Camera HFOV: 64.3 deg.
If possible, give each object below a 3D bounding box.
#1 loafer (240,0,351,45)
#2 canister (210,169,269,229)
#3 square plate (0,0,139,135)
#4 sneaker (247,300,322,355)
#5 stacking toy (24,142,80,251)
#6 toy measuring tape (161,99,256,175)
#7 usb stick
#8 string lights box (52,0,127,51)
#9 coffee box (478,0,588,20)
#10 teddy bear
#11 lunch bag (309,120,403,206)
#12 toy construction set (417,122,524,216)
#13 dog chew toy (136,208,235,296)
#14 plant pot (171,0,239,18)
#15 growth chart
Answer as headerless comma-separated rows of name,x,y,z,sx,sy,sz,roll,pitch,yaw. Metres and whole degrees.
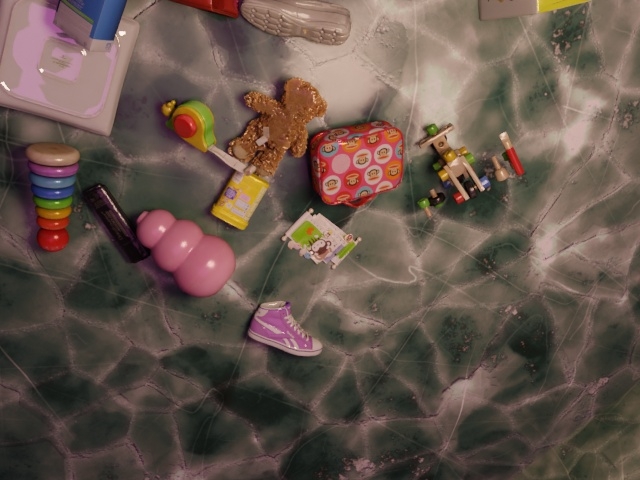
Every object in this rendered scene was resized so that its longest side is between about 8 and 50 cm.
loafer,-0.067,-0.650,1.464,0.319,0.112,0.112,10,73,-12
canister,-0.255,-0.137,1.632,0.126,0.073,0.170,29,102,-19
square plate,-0.708,-0.490,1.384,0.347,0.049,0.344,13,108,-32
sneaker,-0.102,0.308,1.813,0.282,0.102,0.161,20,103,-16
stacking toy,-0.797,-0.116,1.522,0.141,0.141,0.330,6,114,-12
toy measuring tape,-0.323,-0.319,1.501,0.330,0.121,0.121,33,103,0
usb stick,-0.640,-0.050,1.614,0.077,0.045,0.278,-24,113,7
string lights box,-0.549,-0.614,1.246,0.133,0.077,0.260,38,117,8
coffee box,0.649,-0.820,1.387,0.338,0.334,0.338,-14,112,-4
teddy bear,-0.134,-0.349,1.568,0.245,0.113,0.338,22,113,-9
lunch bag,0.119,-0.230,1.617,0.293,0.120,0.258,-13,121,-14
toy construction set,0.442,-0.267,1.592,0.308,0.257,0.237,-19,110,35
dog chew toy,-0.432,0.028,1.605,0.332,0.206,0.207,40,100,-12
plant pot,-0.352,-0.731,1.304,0.235,0.267,0.268,6,110,4
growth chart,0.000,0.000,1.756,0.237,0.021,0.172,32,103,-18
